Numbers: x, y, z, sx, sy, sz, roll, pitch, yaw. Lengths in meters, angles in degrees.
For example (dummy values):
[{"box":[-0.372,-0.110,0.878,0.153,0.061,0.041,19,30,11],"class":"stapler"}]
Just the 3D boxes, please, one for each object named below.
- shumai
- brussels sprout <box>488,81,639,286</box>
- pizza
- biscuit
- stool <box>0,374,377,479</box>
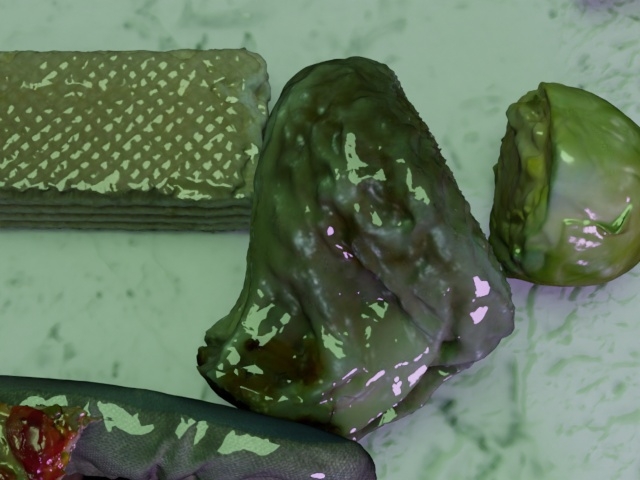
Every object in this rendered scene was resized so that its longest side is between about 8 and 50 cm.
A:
[{"box":[0.000,0.000,0.933,0.222,0.225,0.260,-25,49,9],"class":"shumai"},{"box":[0.195,-0.039,0.969,0.122,0.149,0.151,6,85,-14],"class":"brussels sprout"},{"box":[-0.175,0.109,0.660,0.099,0.029,0.100,28,83,8],"class":"pizza"},{"box":[-0.251,-0.082,1.030,0.426,0.078,0.144,1,69,2],"class":"biscuit"},{"box":[-0.128,0.214,0.805,0.310,0.310,0.226,5,77,5],"class":"stool"}]
